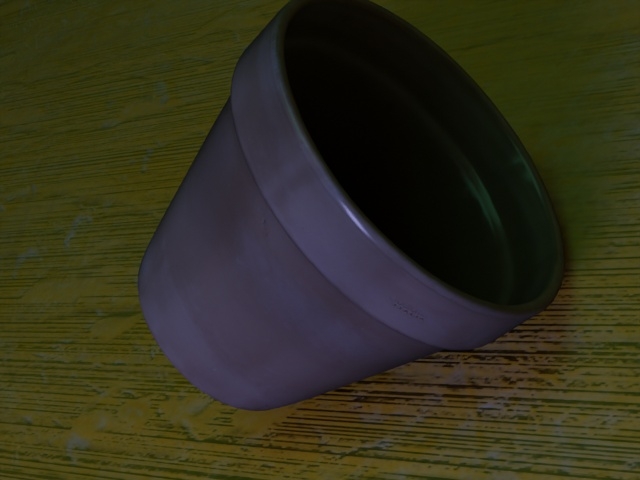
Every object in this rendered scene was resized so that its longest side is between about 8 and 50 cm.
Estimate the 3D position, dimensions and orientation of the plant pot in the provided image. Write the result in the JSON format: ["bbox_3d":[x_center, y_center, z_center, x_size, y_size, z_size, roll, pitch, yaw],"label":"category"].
[{"bbox_3d":[0.000,0.000,1.203,0.280,0.323,0.323,-42,27,31],"label":"plant pot"}]
